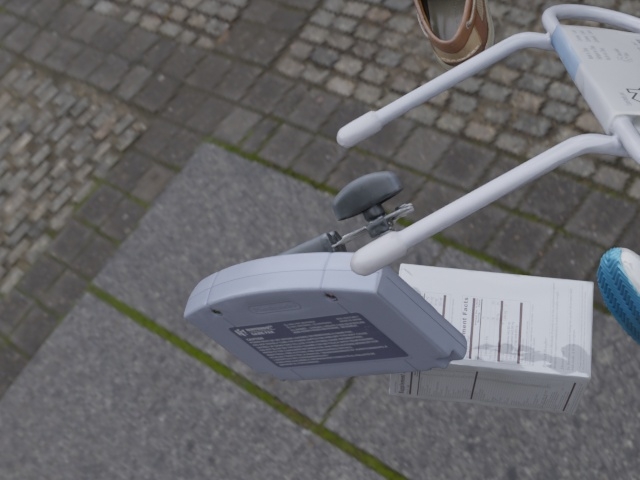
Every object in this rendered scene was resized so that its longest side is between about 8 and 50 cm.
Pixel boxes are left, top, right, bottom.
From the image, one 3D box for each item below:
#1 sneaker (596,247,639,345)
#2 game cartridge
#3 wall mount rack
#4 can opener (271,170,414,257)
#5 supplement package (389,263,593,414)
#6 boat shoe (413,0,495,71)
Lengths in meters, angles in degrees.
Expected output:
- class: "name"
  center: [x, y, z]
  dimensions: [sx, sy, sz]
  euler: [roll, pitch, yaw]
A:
- class: "sneaker"
  center: [0.402, 0.083, 1.332]
  dimensions: [0.092, 0.229, 0.087]
  euler: [-47, 16, -9]
- class: "game cartridge"
  center: [-0.006, 0.088, 1.328]
  dimensions: [0.294, 0.196, 0.060]
  euler: [-10, 55, 40]
- class: "wall mount rack"
  center: [0.174, -0.065, 0.827]
  dimensions: [0.304, 0.130, 0.350]
  euler: [7, 27, -6]
- class: "can opener"
  center: [0.000, 0.000, 1.601]
  dimensions: [0.280, 0.074, 0.093]
  euler: [-29, 84, 16]
- class: "supplement package"
  center: [0.214, 0.126, 1.504]
  dimensions: [0.244, 0.139, 0.134]
  euler: [6, 62, 5]
- class: "boat shoe"
  center: [0.184, -0.412, 1.760]
  dimensions: [0.123, 0.116, 0.324]
  euler: [-21, 71, 20]
